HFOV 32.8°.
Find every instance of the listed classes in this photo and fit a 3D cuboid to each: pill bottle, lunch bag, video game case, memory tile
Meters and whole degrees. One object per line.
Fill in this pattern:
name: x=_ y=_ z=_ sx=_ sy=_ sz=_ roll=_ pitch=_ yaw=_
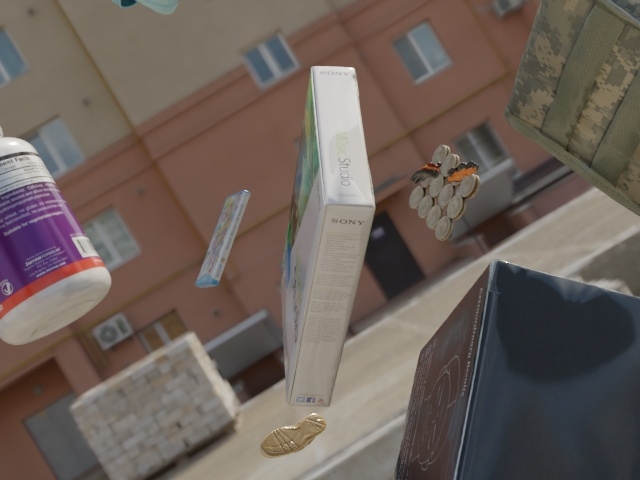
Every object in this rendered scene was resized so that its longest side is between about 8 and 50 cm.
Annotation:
pill bottle: x=-0.458 y=-0.021 z=1.595 sx=0.181 sy=0.323 sz=0.181 roll=-32 pitch=-7 yaw=-5
lunch bag: x=0.313 y=-0.116 z=0.879 sx=0.169 sy=0.287 sz=0.235 roll=-47 pitch=-15 yaw=-16
video game case: x=-0.167 y=-0.001 z=1.846 sx=0.119 sy=0.015 sz=0.166 roll=-11 pitch=59 yaw=70
memory tile: x=0.184 y=-0.073 z=1.624 sx=0.113 sy=0.012 sz=0.148 roll=-63 pitch=26 yaw=18

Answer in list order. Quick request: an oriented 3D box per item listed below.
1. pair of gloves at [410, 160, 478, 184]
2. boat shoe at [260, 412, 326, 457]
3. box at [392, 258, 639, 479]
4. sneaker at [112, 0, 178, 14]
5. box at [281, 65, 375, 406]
pair of gloves: x=0.161 y=-0.087 z=1.416 sx=0.083 sy=0.010 sz=0.074 roll=-3 pitch=-13 yaw=-15
boat shoe: x=-0.060 y=0.420 z=2.274 sx=0.170 sy=0.063 sz=0.059 roll=-18 pitch=-31 yaw=-39
box: x=0.223 y=0.237 z=1.250 sx=0.395 sy=0.212 sz=0.293 roll=107 pitch=177 yaw=-70
sneaker: x=-0.400 y=-0.514 z=2.034 sx=0.135 sy=0.366 sz=0.150 roll=-24 pitch=-49 yaw=-39
box: x=0.000 y=0.000 z=1.228 sx=0.058 sy=0.232 sz=0.322 roll=4 pitch=-47 yaw=-9
